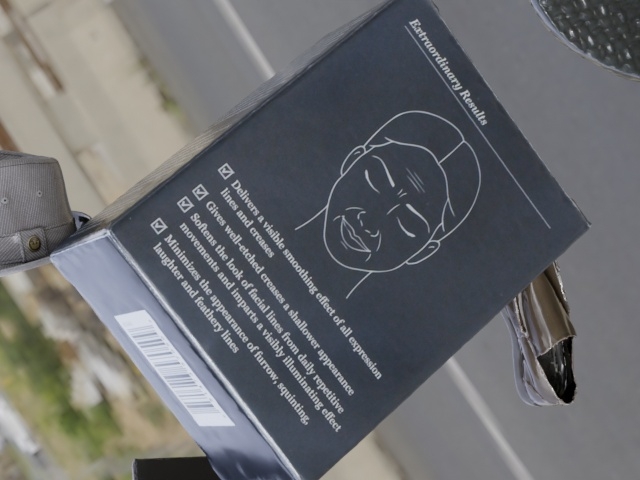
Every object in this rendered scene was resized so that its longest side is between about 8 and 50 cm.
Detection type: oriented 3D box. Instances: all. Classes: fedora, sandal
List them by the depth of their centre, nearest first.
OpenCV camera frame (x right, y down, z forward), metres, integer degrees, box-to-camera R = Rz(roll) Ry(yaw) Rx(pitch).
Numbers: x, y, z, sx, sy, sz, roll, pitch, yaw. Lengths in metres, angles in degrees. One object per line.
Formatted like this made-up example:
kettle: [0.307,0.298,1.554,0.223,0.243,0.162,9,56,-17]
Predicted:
sandal: [0.362,-0.236,1.883,0.445,0.168,0.107,29,176,-28]
fedora: [-0.404,-0.039,2.049,0.243,0.275,0.124,18,117,55]

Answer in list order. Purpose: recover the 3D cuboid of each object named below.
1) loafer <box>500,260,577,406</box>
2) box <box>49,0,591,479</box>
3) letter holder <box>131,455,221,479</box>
loafer: [0.256,0.090,1.958,0.078,0.080,0.220,19,130,55]
box: [0.000,0.000,1.653,0.293,0.395,0.212,54,158,-9]
letter holder: [-0.120,0.411,1.854,0.302,0.152,0.214,-101,13,-48]
